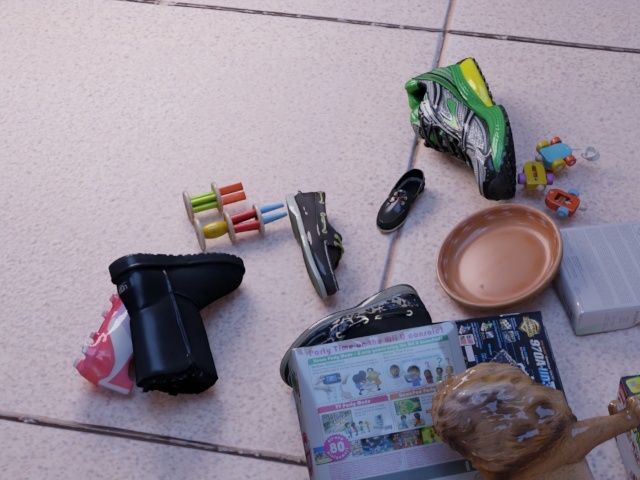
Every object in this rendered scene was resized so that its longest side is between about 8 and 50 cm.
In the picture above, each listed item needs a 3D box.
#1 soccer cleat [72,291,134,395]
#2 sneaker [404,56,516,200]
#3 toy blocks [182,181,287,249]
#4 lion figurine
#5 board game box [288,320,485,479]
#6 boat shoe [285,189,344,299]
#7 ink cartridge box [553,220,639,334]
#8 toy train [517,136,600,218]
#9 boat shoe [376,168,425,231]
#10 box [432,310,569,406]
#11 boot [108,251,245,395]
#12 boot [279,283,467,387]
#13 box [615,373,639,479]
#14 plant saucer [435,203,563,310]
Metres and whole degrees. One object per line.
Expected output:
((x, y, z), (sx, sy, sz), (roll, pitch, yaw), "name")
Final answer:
((-0.283, 0.126, 2.048), (0.095, 0.083, 0.248), (34, 43, -8), "soccer cleat")
((0.235, -0.172, 2.283), (0.146, 0.134, 0.343), (-16, 38, -3), "sneaker")
((-0.138, -0.052, 2.216), (0.148, 0.054, 0.123), (-15, 48, -12), "toy blocks")
((0.295, 0.326, 1.680), (0.240, 0.142, 0.392), (-17, 86, -9), "lion figurine")
((0.095, 0.275, 1.777), (0.224, 0.097, 0.303), (-9, 74, -7), "board game box")
((0.000, 0.000, 2.141), (0.068, 0.081, 0.228), (-14, 44, -5), "boat shoe")
((0.472, 0.050, 2.097), (0.224, 0.056, 0.181), (-5, 45, -10), "ink cartridge box")
((0.392, -0.098, 2.247), (0.125, 0.046, 0.166), (22, 50, 13), "toy train")
((0.129, -0.067, 2.229), (0.049, 0.042, 0.133), (24, 53, 21), "boat shoe")
((0.252, 0.204, 1.952), (0.175, 0.051, 0.220), (-7, 46, -3), "box")
((-0.191, 0.126, 2.019), (0.246, 0.094, 0.207), (2, 63, -46), "boot")
((0.074, 0.173, 1.935), (0.236, 0.085, 0.178), (-30, 43, -10), "boot")
((0.436, 0.293, 1.814), (0.036, 0.114, 0.207), (-6, 46, -4), "box")
((0.277, 0.030, 2.098), (0.200, 0.037, 0.200), (-14, 48, 16), "plant saucer")
